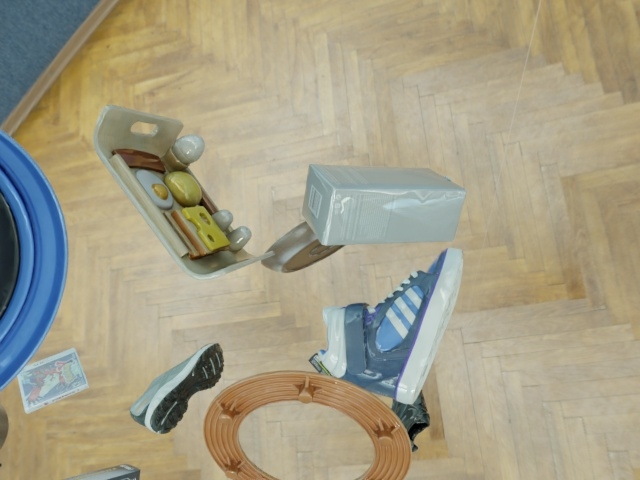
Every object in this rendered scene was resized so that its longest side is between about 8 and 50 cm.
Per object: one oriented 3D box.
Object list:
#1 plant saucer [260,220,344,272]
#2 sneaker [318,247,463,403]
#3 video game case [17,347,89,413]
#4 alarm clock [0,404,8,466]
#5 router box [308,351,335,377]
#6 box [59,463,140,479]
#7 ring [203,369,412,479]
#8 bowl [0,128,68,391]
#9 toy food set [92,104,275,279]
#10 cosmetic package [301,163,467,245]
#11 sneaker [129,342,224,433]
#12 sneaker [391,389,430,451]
[{"bbox_3d":[0.000,0.000,1.213,0.311,0.310,0.050,-32,76,7],"label":"plant saucer"},{"bbox_3d":[0.122,0.131,0.957,0.236,0.130,0.322,18,73,24],"label":"sneaker"},{"bbox_3d":[-0.871,0.447,1.594,0.184,0.023,0.201,-21,38,-29],"label":"video game case"},{"bbox_3d":[-0.625,0.318,0.861,0.130,0.064,0.191,-15,73,-14],"label":"alarm clock"},{"bbox_3d":[0.019,0.405,1.529,0.038,0.092,0.122,-43,77,-3],"label":"router box"},{"bbox_3d":[-0.428,0.549,0.890,0.056,0.183,0.230,-4,81,36],"label":"box"},{"bbox_3d":[-0.026,0.336,0.777,0.337,0.032,0.336,4,120,7],"label":"ring"},{"bbox_3d":[-0.476,0.033,0.531,0.077,0.391,0.390,7,80,29],"label":"bowl"},{"bbox_3d":[-0.205,-0.079,0.813,0.092,0.220,0.306,-38,87,15],"label":"toy food set"},{"bbox_3d":[0.102,-0.062,0.813,0.238,0.127,0.107,2,114,-20],"label":"cosmetic package"},{"bbox_3d":[-0.322,0.321,1.132,0.108,0.271,0.100,1,113,29],"label":"sneaker"},{"bbox_3d":[0.268,0.487,1.438,0.130,0.109,0.286,-4,51,40],"label":"sneaker"}]
